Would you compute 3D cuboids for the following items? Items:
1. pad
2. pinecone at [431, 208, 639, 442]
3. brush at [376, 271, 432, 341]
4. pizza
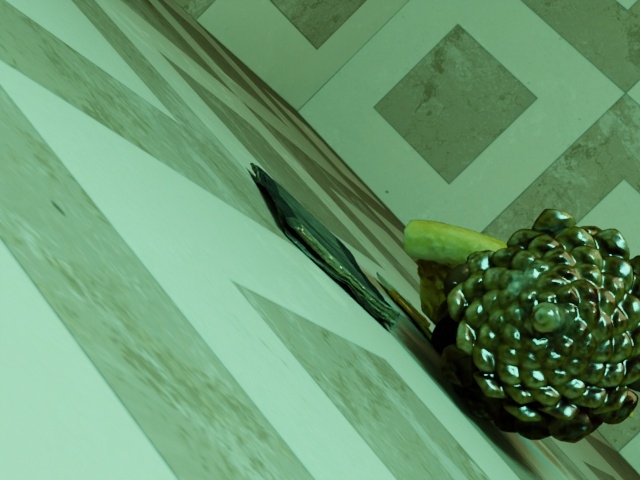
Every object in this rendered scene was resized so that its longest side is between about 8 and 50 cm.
[{"bbox_3d":[0.000,0.001,1.408,0.174,0.022,0.233,42,5,-24],"label":"pad"},{"bbox_3d":[0.242,0.096,1.401,0.264,0.264,0.264,45,5,-6],"label":"pinecone"},{"bbox_3d":[0.138,0.117,1.621,0.082,0.010,0.218,41,7,-40],"label":"brush"},{"bbox_3d":[0.233,0.108,1.578,0.365,0.182,0.074,45,28,-8],"label":"pizza"}]
